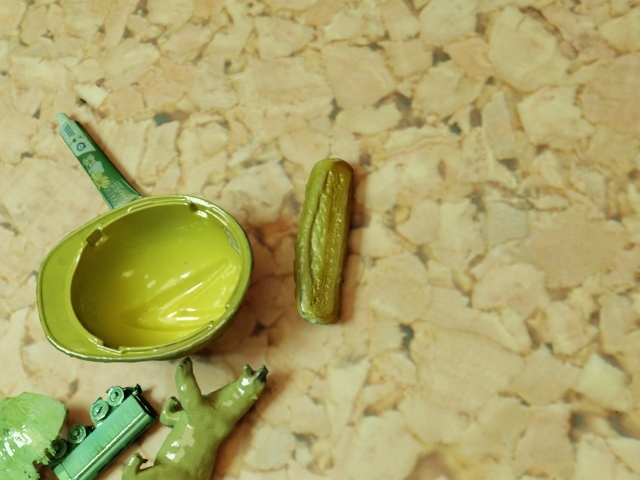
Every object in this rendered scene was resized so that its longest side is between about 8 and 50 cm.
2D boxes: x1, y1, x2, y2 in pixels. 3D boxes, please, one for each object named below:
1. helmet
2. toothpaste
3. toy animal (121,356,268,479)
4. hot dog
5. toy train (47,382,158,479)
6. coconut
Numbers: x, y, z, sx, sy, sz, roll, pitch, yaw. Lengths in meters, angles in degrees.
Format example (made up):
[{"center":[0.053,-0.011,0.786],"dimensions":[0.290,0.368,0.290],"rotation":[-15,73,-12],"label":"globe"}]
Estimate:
[{"center":[-0.192,0.066,1.238],"dimensions":[0.257,0.140,0.205],"rotation":[-16,64,4],"label":"helmet"},{"center":[-0.307,-0.106,1.402],"dimensions":[0.049,0.031,0.204],"rotation":[-41,65,0],"label":"toothpaste"},{"center":[-0.148,0.229,1.199],"dimensions":[0.101,0.103,0.219],"rotation":[26,75,4],"label":"toy animal"},{"center":[0.000,0.000,1.260],"dimensions":[0.066,0.047,0.216],"rotation":[11,69,-18],"label":"hot dog"},{"center":[-0.265,0.236,1.250],"dimensions":[0.148,0.038,0.071],"rotation":[-44,64,-2],"label":"toy train"},{"center":[-0.374,0.247,1.243],"dimensions":[0.158,0.055,0.133],"rotation":[-34,55,21],"label":"coconut"}]
